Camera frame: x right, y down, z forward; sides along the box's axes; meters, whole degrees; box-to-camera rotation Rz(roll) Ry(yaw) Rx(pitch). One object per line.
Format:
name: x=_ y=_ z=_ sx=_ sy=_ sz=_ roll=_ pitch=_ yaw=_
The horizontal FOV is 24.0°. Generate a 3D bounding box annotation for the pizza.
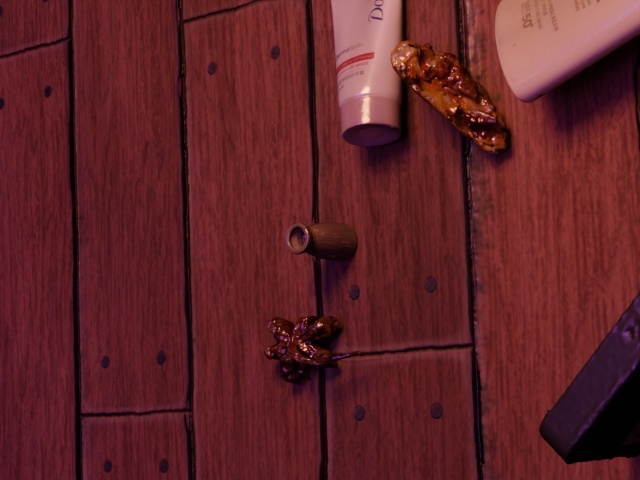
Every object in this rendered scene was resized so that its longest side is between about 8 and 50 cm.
pizza: x=0.174 y=-0.189 z=1.926 sx=0.194 sy=0.154 sz=0.069 roll=43 pitch=97 yaw=12

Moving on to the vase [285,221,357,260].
vase: x=0.000 y=0.000 z=2.062 sx=0.053 sy=0.100 sz=0.053 roll=-3 pitch=86 yaw=41

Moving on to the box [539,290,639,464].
box: x=0.394 y=0.098 z=1.630 sx=0.058 sy=0.211 sz=0.350 roll=47 pitch=117 yaw=31

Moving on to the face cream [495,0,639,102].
face cream: x=0.358 y=-0.308 z=1.762 sx=0.348 sy=0.081 sz=0.174 roll=-32 pitch=43 yaw=37

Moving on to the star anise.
star anise: x=-0.008 y=0.151 z=2.084 sx=0.190 sy=0.070 sz=0.097 roll=-6 pitch=81 yaw=39

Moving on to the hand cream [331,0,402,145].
hand cream: x=0.068 y=-0.257 z=2.044 sx=0.133 sy=0.083 sz=0.248 roll=-19 pitch=65 yaw=37
